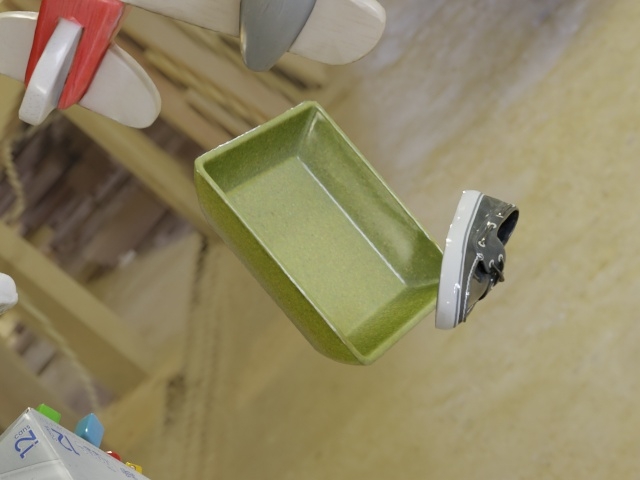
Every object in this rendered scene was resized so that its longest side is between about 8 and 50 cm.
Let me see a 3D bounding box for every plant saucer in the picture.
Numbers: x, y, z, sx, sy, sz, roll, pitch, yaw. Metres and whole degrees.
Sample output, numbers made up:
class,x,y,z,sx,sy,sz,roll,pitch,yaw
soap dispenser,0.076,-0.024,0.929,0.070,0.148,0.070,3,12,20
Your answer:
class,x,y,z,sx,sy,sz,roll,pitch,yaw
plant saucer,0.000,0.000,1.233,0.045,0.188,0.188,-43,-5,33

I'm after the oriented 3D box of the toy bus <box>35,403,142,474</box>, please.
class,x,y,z,sx,sy,sz,roll,pitch,yaw
toy bus,-0.297,0.288,1.844,0.202,0.191,0.104,-21,38,33

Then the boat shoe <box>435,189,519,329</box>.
class,x,y,z,sx,sy,sz,roll,pitch,yaw
boat shoe,0.101,0.010,1.076,0.142,0.040,0.049,-68,-16,-55

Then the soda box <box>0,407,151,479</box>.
class,x,y,z,sx,sy,sz,roll,pitch,yaw
soda box,-0.092,0.207,0.955,0.091,0.286,0.098,-45,49,3

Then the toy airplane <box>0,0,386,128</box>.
class,x,y,z,sx,sy,sz,roll,pitch,yaw
toy airplane,-0.181,-0.275,1.416,0.386,0.384,0.272,-22,4,0

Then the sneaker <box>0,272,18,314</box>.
class,x,y,z,sx,sy,sz,roll,pitch,yaw
sneaker,-0.371,0.003,1.449,0.090,0.232,0.115,-40,39,55
